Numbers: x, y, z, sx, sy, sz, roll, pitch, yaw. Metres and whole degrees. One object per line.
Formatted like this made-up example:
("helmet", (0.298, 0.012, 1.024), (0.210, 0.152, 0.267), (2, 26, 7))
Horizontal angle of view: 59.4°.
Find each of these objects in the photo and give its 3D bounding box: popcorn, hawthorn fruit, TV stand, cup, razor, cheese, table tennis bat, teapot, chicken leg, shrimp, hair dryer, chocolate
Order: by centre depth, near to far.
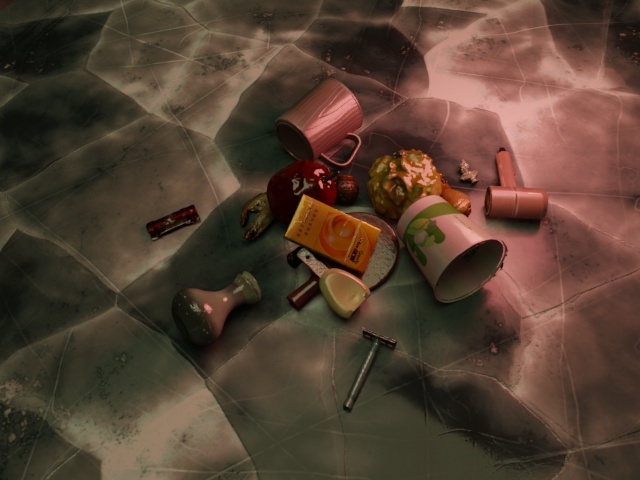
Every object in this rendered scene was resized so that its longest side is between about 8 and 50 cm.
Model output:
("razor", (0.124, 0.365, 1.581), (0.106, 0.068, 0.231), (20, 63, 17))
("teapot", (-0.304, 0.193, 1.669), (0.251, 0.183, 0.183), (-28, 57, -29))
("cheese", (0.027, 0.117, 1.697), (0.251, 0.054, 0.127), (42, 71, 5))
("cup", (0.384, 0.012, 1.710), (0.253, 0.253, 0.274), (-23, 50, -12))
("table tennis bat", (0.067, 0.071, 1.772), (0.415, 0.051, 0.268), (-39, 74, -16))
("TV stand", (0.000, 0.000, 1.847), (0.257, 0.049, 0.040), (-34, 61, -19))
("popcorn", (0.278, -0.185, 1.855), (0.250, 0.225, 0.249), (3, 48, -3))
("hawthorn fruit", (-0.035, -0.165, 1.855), (0.266, 0.210, 0.230), (-24, 33, 28))
("chicken leg", (0.431, -0.154, 1.909), (0.108, 0.087, 0.251), (-10, 48, -17))
("shrimp", (-0.220, -0.087, 1.919), (0.133, 0.053, 0.236), (19, 55, 14))
("hair dryer", (0.660, -0.215, 1.934), (0.190, 0.106, 0.344), (3, 49, 6))
("chocolate", (-0.510, -0.065, 1.937), (0.183, 0.028, 0.086), (-22, 59, -13))
("cup", (0.008, -0.410, 2.067), (0.273, 0.288, 0.208), (-43, 27, -22))

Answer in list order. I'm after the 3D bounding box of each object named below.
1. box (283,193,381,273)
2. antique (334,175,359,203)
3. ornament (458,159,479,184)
("box", (0.037, -0.020, 1.734), (0.270, 0.043, 0.152), (26, 75, -6))
("antique", (0.085, -0.173, 1.934), (0.104, 0.104, 0.104), (-2, 55, 2))
("ornament", (0.523, -0.237, 1.986), (0.092, 0.041, 0.068), (36, 70, 14))
